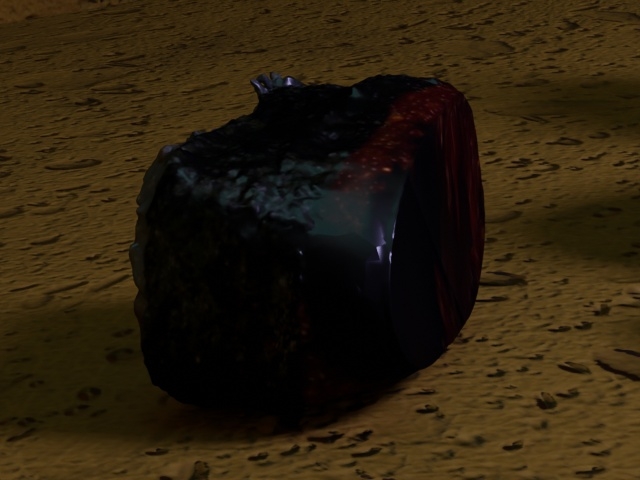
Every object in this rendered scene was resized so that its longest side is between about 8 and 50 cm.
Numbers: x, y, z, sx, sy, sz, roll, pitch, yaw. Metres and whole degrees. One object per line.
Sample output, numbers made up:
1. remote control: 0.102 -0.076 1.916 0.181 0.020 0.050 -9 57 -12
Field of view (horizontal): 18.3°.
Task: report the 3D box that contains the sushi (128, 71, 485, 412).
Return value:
1. sushi: 0.000 0.000 0.970 0.126 0.136 0.225 -2 21 19
